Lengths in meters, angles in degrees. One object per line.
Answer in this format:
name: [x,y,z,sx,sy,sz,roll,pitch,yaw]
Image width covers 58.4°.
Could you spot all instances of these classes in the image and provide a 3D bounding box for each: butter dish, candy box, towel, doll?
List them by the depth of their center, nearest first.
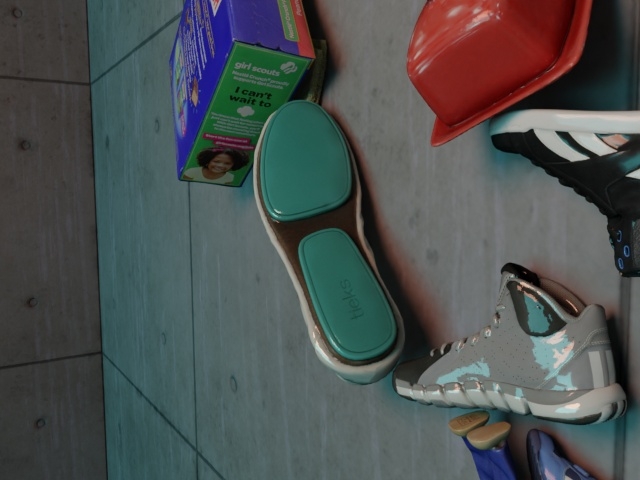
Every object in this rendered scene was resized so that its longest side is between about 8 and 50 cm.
butter dish: [0.127,-0.183,0.471,0.160,0.118,0.160,-27,36,56]
doll: [0.173,0.257,0.534,0.129,0.046,0.189,173,78,-77]
towel: [-0.032,-0.224,0.842,0.110,0.027,0.148,36,122,49]
candy box: [-0.141,-0.280,0.880,0.317,0.122,0.268,130,135,-53]

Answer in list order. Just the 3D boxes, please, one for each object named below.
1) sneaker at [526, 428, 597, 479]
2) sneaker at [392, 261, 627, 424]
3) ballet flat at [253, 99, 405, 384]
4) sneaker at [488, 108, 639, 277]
sneaker: [0.220,0.221,0.477,0.144,0.059,0.053,-109,1,-49]
sneaker: [0.161,0.089,0.534,0.228,0.086,0.132,-9,81,47]
ballet flat: [0.000,0.000,0.723,0.139,0.139,0.401,-55,42,44]
sneaker: [0.211,-0.037,0.432,0.216,0.079,0.121,18,109,55]
